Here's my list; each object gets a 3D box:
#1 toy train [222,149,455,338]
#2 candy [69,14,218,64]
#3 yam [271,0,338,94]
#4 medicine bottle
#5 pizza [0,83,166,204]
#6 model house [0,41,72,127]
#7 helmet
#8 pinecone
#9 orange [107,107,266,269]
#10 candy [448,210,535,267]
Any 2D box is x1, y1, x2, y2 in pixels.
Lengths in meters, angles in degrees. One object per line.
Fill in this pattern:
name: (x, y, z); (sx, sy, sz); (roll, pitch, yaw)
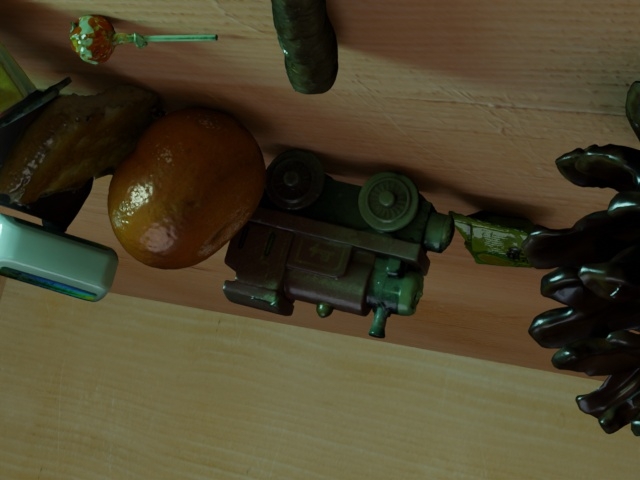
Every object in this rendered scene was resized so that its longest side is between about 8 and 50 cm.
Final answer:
toy train: (0.022, 0.007, 2.028); (0.304, 0.221, 0.150); (12, 170, 16)
candy: (-0.194, -0.220, 1.626); (0.185, 0.049, 0.055); (3, 122, 24)
yam: (-0.017, -0.204, 1.406); (0.061, 0.061, 0.274); (13, 169, 7)
medicine bottle: (-0.400, 0.017, 2.038); (0.229, 0.083, 0.121); (17, 172, -20)
pizza: (-0.286, -0.135, 1.947); (0.297, 0.189, 0.071); (-14, -122, -51)
model house: (-0.475, -0.226, 1.781); (0.324, 0.340, 0.300); (-23, 106, 35)
helmet: (-0.408, -0.111, 2.068); (0.189, 0.193, 0.216); (19, -149, -23)
pinecone: (0.375, 0.038, 1.407); (0.398, 0.397, 0.398); (14, 170, 3)
orange: (-0.179, -0.069, 1.927); (0.170, 0.224, 0.224); (45, 177, 15)
candy: (0.260, 0.003, 2.112); (0.149, 0.069, 0.246); (9, 170, 16)
